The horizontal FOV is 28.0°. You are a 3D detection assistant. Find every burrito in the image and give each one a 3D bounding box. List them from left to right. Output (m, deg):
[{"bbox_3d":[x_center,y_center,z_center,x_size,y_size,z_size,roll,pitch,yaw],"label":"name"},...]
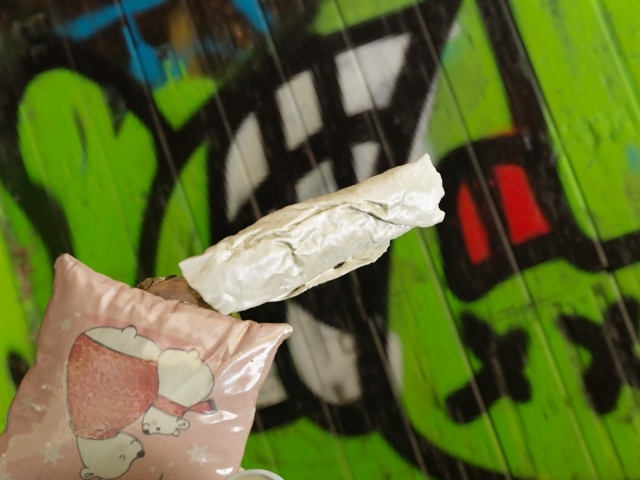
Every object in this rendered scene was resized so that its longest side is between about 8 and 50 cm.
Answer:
[{"bbox_3d":[0.000,0.000,1.693,0.392,0.117,0.076,-24,-164,-25],"label":"burrito"}]

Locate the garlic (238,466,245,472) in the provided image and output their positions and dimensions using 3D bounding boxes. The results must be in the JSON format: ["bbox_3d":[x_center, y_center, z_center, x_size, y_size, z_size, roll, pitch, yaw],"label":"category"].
[{"bbox_3d":[-0.130,0.263,1.266,0.131,0.194,0.127,-42,-171,-24],"label":"garlic"}]

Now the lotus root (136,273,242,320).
[{"bbox_3d":[-0.160,0.152,1.691,0.141,0.314,0.169,-28,132,0],"label":"lotus root"}]

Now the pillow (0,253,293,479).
[{"bbox_3d":[-0.167,0.146,1.168,0.236,0.223,0.084,16,176,-2],"label":"pillow"}]

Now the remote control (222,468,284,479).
[{"bbox_3d":[-0.108,0.280,0.994,0.244,0.087,0.047,-45,134,-15],"label":"remote control"}]
